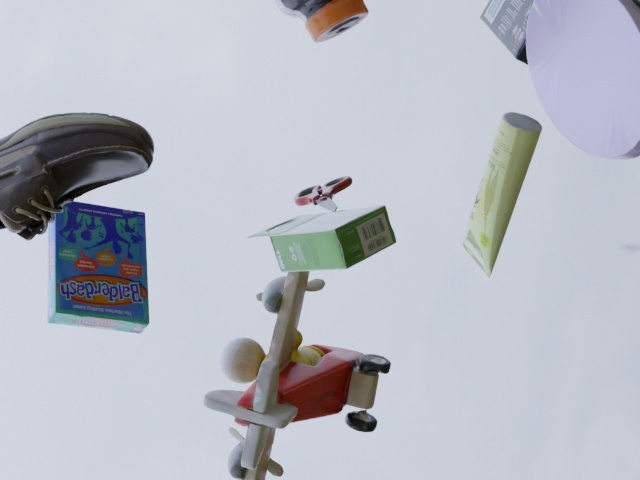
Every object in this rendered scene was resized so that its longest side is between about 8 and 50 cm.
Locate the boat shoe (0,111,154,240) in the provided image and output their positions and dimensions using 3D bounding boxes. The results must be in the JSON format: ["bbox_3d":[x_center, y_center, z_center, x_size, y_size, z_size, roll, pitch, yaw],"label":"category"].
[{"bbox_3d":[-0.378,-0.063,1.732,0.132,0.355,0.130,54,-154,-61],"label":"boat shoe"}]

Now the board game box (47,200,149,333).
[{"bbox_3d":[-0.365,0.042,2.213,0.160,0.047,0.210,8,-121,-27],"label":"board game box"}]

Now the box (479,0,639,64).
[{"bbox_3d":[0.362,-0.344,2.049,0.163,0.142,0.247,-61,16,18],"label":"box"}]

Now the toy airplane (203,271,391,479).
[{"bbox_3d":[-0.086,0.256,2.412,0.386,0.272,0.384,-52,-36,-23],"label":"toy airplane"}]

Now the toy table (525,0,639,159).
[{"bbox_3d":[0.381,-0.205,1.651,0.161,0.252,0.274,3,-127,-30],"label":"toy table"}]

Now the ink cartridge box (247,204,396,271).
[{"bbox_3d":[0.000,0.000,2.004,0.109,0.209,0.062,-26,-77,-38],"label":"ink cartridge box"}]

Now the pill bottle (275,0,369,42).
[{"bbox_3d":[-0.027,-0.395,1.844,0.245,0.130,0.130,63,-152,4],"label":"pill bottle"}]

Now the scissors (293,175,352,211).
[{"bbox_3d":[-0.004,-0.065,2.310,0.297,0.109,0.021,-69,-38,-75],"label":"scissors"}]

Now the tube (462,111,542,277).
[{"bbox_3d":[0.259,-0.068,1.975,0.070,0.062,0.240,-51,-21,-58],"label":"tube"}]
